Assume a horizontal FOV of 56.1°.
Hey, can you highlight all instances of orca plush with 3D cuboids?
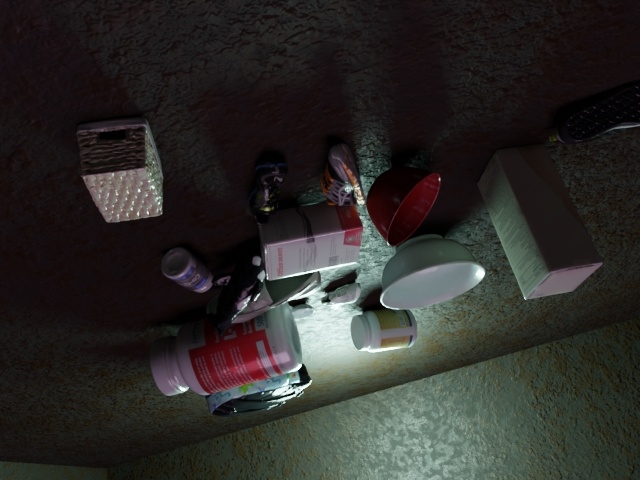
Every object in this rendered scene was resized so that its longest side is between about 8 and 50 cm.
[{"bbox_3d":[-0.225,0.106,1.477,0.102,0.151,0.287,23,129,-25],"label":"orca plush"}]

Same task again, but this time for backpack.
[{"bbox_3d":[-0.264,0.521,2.192,0.290,0.273,0.356,-34,169,40],"label":"backpack"}]

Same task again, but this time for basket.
[{"bbox_3d":[-0.331,-0.114,1.015,0.113,0.103,0.167,-9,155,-8],"label":"basket"}]

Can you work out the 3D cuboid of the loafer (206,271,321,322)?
[{"bbox_3d":[-0.153,0.134,1.597,0.320,0.112,0.111,-21,160,-6],"label":"loafer"}]

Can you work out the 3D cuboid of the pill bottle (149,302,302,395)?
[{"bbox_3d":[-0.275,0.321,1.770,0.408,0.228,0.229,-17,154,5],"label":"pill bottle"}]

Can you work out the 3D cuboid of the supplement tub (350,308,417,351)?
[{"bbox_3d":[0.219,0.311,2.094,0.200,0.144,0.144,-3,152,-20],"label":"supplement tub"}]

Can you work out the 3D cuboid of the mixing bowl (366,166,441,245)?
[{"bbox_3d":[0.163,-0.090,1.282,0.181,0.098,0.181,-41,154,-25],"label":"mixing bowl"}]

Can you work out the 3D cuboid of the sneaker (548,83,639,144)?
[{"bbox_3d":[0.592,-0.258,1.248,0.235,0.084,0.097,-15,178,5],"label":"sneaker"}]

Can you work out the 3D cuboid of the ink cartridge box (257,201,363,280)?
[{"bbox_3d":[-0.026,-0.001,1.343,0.218,0.092,0.158,-12,149,-11],"label":"ink cartridge box"}]

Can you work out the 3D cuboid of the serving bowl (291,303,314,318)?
[{"bbox_3d":[-0.062,0.221,1.906,0.083,0.027,0.083,-11,155,-5],"label":"serving bowl"}]

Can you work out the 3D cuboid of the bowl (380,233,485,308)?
[{"bbox_3d":[0.294,0.073,1.666,0.298,0.134,0.298,-11,154,-5],"label":"bowl"}]

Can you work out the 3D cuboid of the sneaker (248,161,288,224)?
[{"bbox_3d":[-0.101,-0.094,1.199,0.067,0.078,0.188,-4,152,-20],"label":"sneaker"}]

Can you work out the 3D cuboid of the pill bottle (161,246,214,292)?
[{"bbox_3d":[-0.312,0.074,1.429,0.078,0.078,0.137,-19,154,10],"label":"pill bottle"}]

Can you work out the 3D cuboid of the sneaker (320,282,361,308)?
[{"bbox_3d":[0.062,0.171,1.840,0.061,0.053,0.152,15,143,-41],"label":"sneaker"}]

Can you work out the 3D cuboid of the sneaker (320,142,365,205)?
[{"bbox_3d":[0.038,-0.121,1.214,0.083,0.084,0.215,-12,155,7],"label":"sneaker"}]

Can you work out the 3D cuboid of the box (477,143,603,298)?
[{"bbox_3d":[0.469,-0.044,1.317,0.121,0.311,0.148,-9,154,-11],"label":"box"}]
